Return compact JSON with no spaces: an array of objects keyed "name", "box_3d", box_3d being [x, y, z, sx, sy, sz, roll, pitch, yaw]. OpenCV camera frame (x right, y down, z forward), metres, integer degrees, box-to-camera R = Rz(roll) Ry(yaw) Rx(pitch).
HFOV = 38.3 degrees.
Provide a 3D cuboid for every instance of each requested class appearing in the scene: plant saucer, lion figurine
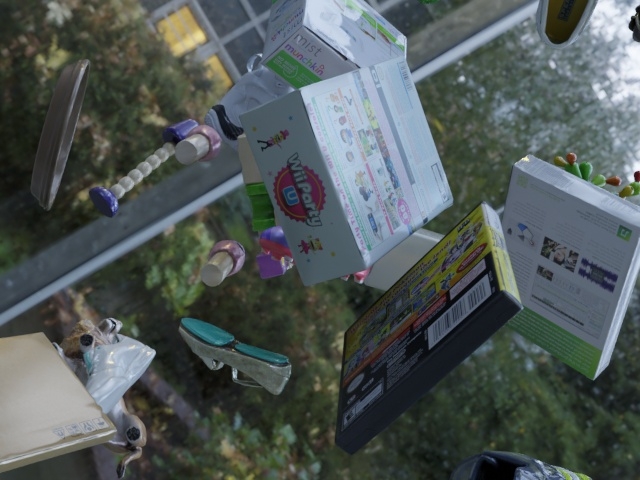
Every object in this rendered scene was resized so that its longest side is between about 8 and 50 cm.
[{"name":"plant saucer","box_3d":[-0.463,-0.190,1.636,0.041,0.278,0.278,15,10,-12]},{"name":"lion figurine","box_3d":[-0.439,0.320,1.875,0.240,0.142,0.392,81,-14,-65]}]

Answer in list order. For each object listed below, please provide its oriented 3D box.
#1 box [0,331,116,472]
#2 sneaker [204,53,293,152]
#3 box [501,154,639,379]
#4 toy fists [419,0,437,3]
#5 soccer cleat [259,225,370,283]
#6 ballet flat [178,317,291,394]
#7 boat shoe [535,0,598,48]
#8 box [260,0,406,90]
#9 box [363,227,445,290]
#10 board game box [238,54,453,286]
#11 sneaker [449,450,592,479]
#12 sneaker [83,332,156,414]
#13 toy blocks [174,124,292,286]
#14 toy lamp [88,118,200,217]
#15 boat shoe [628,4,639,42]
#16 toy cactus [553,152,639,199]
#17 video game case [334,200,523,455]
[{"name":"box","box_3d":[-0.340,0.170,0.987,0.164,0.021,0.201,45,26,25]},{"name":"sneaker","box_3d":[-0.064,-0.243,1.987,0.365,0.210,0.137,36,10,16]},{"name":"box","box_3d":[0.394,0.047,1.507,0.232,0.058,0.322,33,-45,32]},{"name":"toy fists","box_3d":[0.311,-0.567,1.897,0.142,0.279,0.096,38,34,-83]},{"name":"soccer cleat","box_3d":[0.000,0.000,1.370,0.083,0.095,0.248,16,-1,39]},{"name":"ballet flat","box_3d":[-0.116,0.149,1.164,0.168,0.052,0.057,20,13,24]},{"name":"boat shoe","box_3d":[0.448,-0.502,1.573,0.135,0.367,0.156,19,27,6]},{"name":"box","box_3d":[0.035,-0.361,1.745,0.262,0.126,0.231,34,41,-28]},{"name":"box","box_3d":[0.232,0.056,1.768,0.311,0.121,0.148,17,8,-10]},{"name":"board game box","box_3d":[0.048,-0.100,1.185,0.303,0.097,0.224,-31,103,-58]},{"name":"sneaker","box_3d":[0.249,0.329,1.270,0.121,0.111,0.300,27,-18,-13]},{"name":"sneaker","box_3d":[-0.357,0.218,1.513,0.094,0.080,0.212,36,23,1]},{"name":"toy blocks","box_3d":[-0.071,-0.087,1.676,0.260,0.308,0.289,-59,141,-74]},{"name":"toy lamp","box_3d":[-0.351,-0.156,1.895,0.080,0.274,0.080,34,-31,24]},{"name":"boat shoe","box_3d":[0.617,-0.382,1.634,0.132,0.130,0.356,-44,123,-70]},{"name":"toy cactus","box_3d":[0.556,-0.089,1.910,0.112,0.218,0.181,88,10,-66]},{"name":"video game case","box_3d":[0.124,0.100,1.127,0.035,0.275,0.248,39,22,-14]}]
